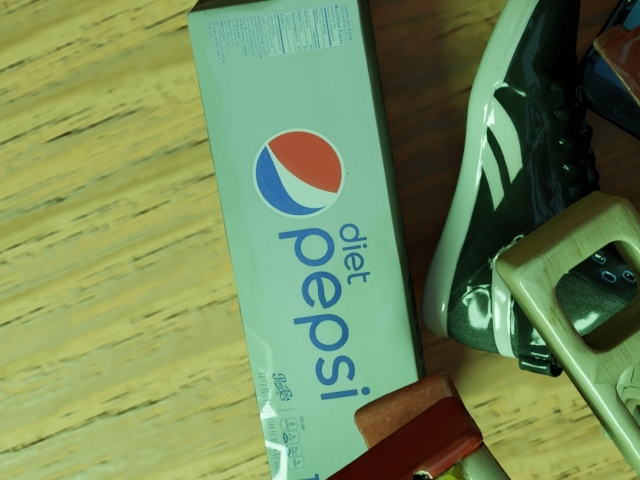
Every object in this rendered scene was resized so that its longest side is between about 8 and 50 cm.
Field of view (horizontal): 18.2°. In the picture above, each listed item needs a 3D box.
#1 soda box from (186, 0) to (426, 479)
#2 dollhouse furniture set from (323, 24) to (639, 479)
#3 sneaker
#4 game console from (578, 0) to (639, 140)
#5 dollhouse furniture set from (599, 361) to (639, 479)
[{"bbox_3d":[0.000,0.000,1.084,0.091,0.098,0.286,-8,104,5],"label":"soda box"},{"bbox_3d":[0.127,0.014,0.936,0.374,0.201,0.152,-34,99,0],"label":"dollhouse furniture set"},{"bbox_3d":[0.138,-0.032,1.066,0.121,0.079,0.217,21,114,19],"label":"sneaker"},{"bbox_3d":[0.211,-0.097,1.069,0.071,0.107,0.122,22,107,-34],"label":"game console"},{"bbox_3d":[0.308,0.089,0.969,0.303,0.355,0.174,11,104,-1],"label":"dollhouse furniture set"}]
